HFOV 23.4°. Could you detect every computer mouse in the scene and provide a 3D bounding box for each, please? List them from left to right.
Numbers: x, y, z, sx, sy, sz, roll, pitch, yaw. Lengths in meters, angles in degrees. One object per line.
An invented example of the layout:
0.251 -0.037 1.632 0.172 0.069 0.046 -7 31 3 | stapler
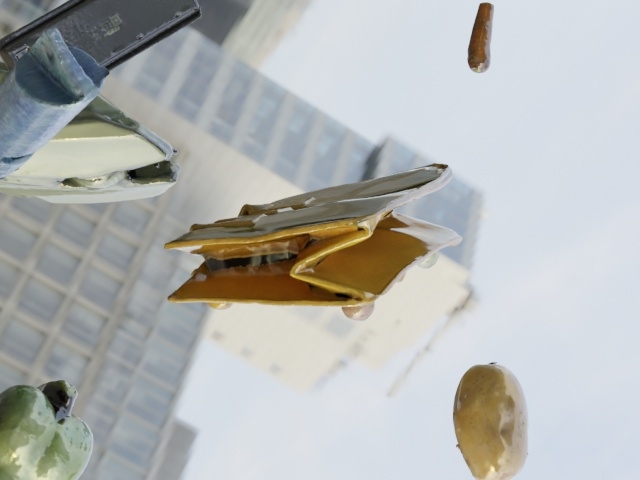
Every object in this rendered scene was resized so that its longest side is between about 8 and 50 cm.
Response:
-0.400 -0.135 2.069 0.228 0.429 0.145 77 31 -65 | computer mouse

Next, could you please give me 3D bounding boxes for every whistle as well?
-0.232 -0.101 1.214 0.062 0.062 0.304 -63 -164 -18 | whistle

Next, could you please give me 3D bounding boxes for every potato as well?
0.241 0.261 2.189 0.118 0.109 0.178 147 -60 -64 | potato

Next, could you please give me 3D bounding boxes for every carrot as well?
0.203 -0.255 1.955 0.032 0.032 0.093 151 -49 -65 | carrot

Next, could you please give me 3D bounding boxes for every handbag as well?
0.000 0.000 1.933 0.401 0.283 0.133 -31 118 -67 | handbag

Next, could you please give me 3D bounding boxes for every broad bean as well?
-0.305 0.219 1.441 0.228 0.100 0.169 -47 -161 1 | broad bean

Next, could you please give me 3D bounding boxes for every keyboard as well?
-0.238 -0.232 1.678 0.230 0.094 0.025 -34 -166 -24 | keyboard
